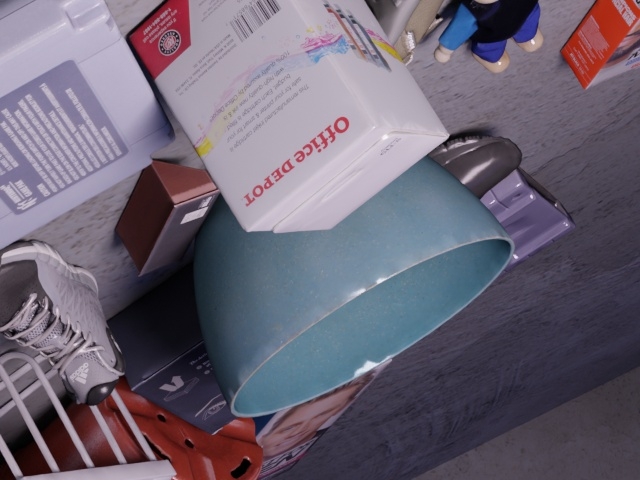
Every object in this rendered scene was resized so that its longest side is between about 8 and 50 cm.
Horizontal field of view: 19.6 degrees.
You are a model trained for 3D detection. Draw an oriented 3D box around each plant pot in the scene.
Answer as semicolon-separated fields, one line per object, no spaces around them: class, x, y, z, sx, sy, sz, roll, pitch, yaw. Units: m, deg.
plant pot;-0.216;0.276;2.038;0.272;0.272;0.265;-8;145;-54
plant pot;0.000;0.000;1.661;0.290;0.195;0.290;-29;165;-9

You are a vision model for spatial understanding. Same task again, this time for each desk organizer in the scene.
desk organizer;-0.134;-0.025;1.607;0.047;0.050;0.130;-22;162;-29

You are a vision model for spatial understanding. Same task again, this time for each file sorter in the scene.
file sorter;-0.312;0.216;1.794;0.193;0.173;0.278;-37;164;17

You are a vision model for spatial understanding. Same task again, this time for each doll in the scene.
doll;0.152;-0.196;1.618;0.129;0.046;0.189;-32;165;2

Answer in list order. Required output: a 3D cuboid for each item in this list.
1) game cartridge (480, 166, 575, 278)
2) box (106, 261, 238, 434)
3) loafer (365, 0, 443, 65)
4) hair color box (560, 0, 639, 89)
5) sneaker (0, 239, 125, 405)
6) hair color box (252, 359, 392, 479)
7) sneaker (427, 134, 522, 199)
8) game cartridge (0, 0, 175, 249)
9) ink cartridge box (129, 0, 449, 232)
game cartridge;0.180;0.007;2.270;0.230;0.068;0.355;-38;163;10
box;-0.105;0.102;1.896;0.156;0.093;0.158;-34;145;12
loafer;0.051;-0.168;1.431;0.087;0.094;0.251;-13;157;-36
hair color box;0.313;-0.222;1.819;0.093;0.053;0.167;-22;161;-25
sneaker;-0.227;0.080;1.609;0.086;0.132;0.229;-34;164;11
hair color box;-0.065;0.213;2.359;0.174;0.105;0.347;-21;161;-33
sneaker;0.101;-0.003;1.962;0.286;0.130;0.109;-35;162;12
game cartridge;-0.215;-0.081;1.292;0.198;0.062;0.297;-26;164;-2
ink cartridge box;-0.021;-0.109;1.327;0.128;0.176;0.127;-38;163;24
